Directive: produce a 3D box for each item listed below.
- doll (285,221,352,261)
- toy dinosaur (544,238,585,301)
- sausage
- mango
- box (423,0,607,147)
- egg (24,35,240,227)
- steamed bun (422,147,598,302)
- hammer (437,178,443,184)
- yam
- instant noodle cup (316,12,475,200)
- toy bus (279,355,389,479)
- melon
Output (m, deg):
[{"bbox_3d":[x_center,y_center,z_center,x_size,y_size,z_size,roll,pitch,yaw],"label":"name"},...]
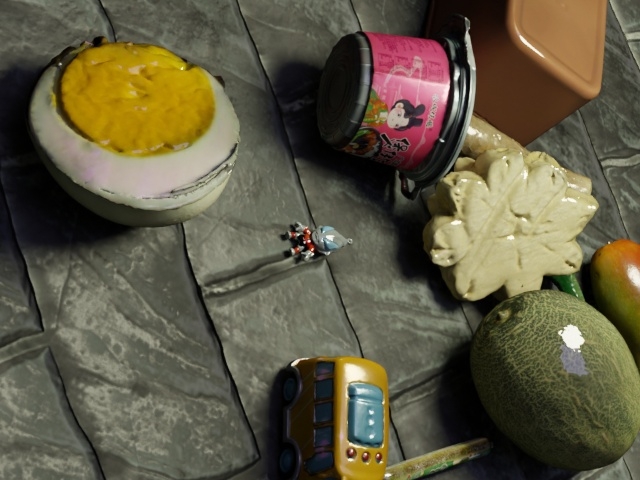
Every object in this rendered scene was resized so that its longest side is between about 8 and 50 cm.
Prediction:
[{"bbox_3d":[0.000,-0.001,1.840,0.114,0.039,0.057,-3,41,-29],"label":"doll"},{"bbox_3d":[0.387,0.052,2.096,0.447,0.087,0.301,34,54,-19],"label":"toy dinosaur"},{"bbox_3d":[0.176,0.342,1.855,0.269,0.033,0.033,-8,79,-40],"label":"sausage"},{"bbox_3d":[0.590,0.133,2.207,0.146,0.129,0.289,-41,109,-42],"label":"mango"},{"bbox_3d":[0.341,-0.357,2.100,0.239,0.229,0.339,32,50,-23],"label":"box"},{"bbox_3d":[-0.255,-0.123,1.605,0.286,0.174,0.264,27,54,0],"label":"egg"},{"bbox_3d":[0.303,-0.026,1.988,0.295,0.137,0.292,-25,116,-6],"label":"steamed bun"},{"bbox_3d":[0.196,-0.125,2.052,0.060,0.028,0.195,5,72,-34],"label":"hammer"},{"bbox_3d":[0.316,-0.142,2.042,0.356,0.081,0.081,24,59,-20],"label":"yam"},{"bbox_3d":[0.104,-0.223,1.887,0.181,0.258,0.302,9,96,-21],"label":"instant noodle cup"},{"bbox_3d":[0.028,0.262,1.698,0.126,0.136,0.210,16,65,-34],"label":"toy bus"},{"bbox_3d":[0.381,0.225,1.925,0.329,0.248,0.249,49,50,-23],"label":"melon"}]
